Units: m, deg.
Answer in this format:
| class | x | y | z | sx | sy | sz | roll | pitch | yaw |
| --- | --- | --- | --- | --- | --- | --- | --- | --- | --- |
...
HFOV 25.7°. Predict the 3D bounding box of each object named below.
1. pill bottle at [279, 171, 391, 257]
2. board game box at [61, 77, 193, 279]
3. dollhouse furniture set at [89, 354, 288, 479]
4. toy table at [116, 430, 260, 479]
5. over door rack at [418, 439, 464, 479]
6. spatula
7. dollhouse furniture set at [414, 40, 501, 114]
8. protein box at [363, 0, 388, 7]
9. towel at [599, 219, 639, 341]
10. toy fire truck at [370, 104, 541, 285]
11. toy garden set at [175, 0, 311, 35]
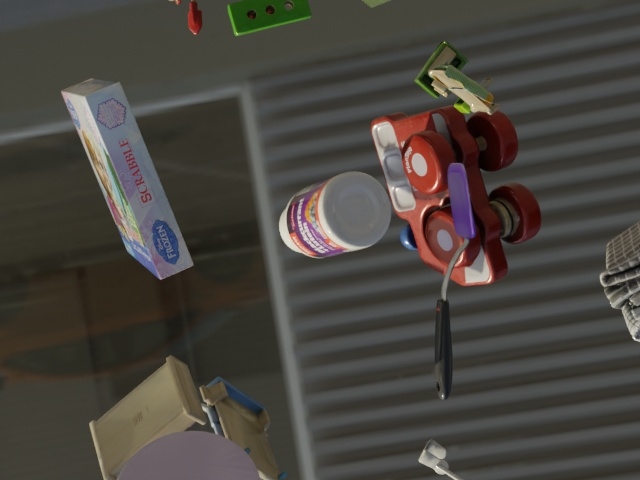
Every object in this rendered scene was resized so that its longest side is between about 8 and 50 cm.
| class | x | y | z | sx | sy | sz | roll | pitch | yaw |
| --- | --- | --- | --- | --- | --- | --- | --- | --- | --- |
| pill bottle | 0.013 | -0.031 | 1.987 | 0.108 | 0.108 | 0.193 | -8 | 176 | -24 |
| board game box | -0.328 | -0.111 | 2.346 | 0.066 | 0.318 | 0.319 | -24 | -167 | -13 |
| dollhouse furniture set | -0.204 | 0.396 | 2.431 | 0.198 | 0.286 | 0.303 | -40 | 132 | 14 |
| toy table | -0.198 | 0.382 | 1.824 | 0.274 | 0.252 | 0.161 | -19 | 145 | -56 |
| over door rack | 0.205 | 0.470 | 1.948 | 0.324 | 0.239 | 0.108 | 34 | -166 | 27 |
| spatula | 0.163 | 0.052 | 1.745 | 0.030 | 0.296 | 0.084 | 6 | -177 | -12 |
| dollhouse furniture set | 0.159 | -0.186 | 1.566 | 0.058 | 0.076 | 0.152 | -53 | -164 | -2 |
| protein box | 0.085 | -0.483 | 2.134 | 0.200 | 0.136 | 0.201 | 36 | 163 | -21 |
| towel | 0.566 | 0.005 | 2.181 | 0.284 | 0.121 | 0.235 | -34 | -169 | 19 |
| toy fire truck | 0.202 | -0.074 | 2.293 | 0.169 | 0.302 | 0.254 | -21 | -173 | -30 |
| toy garden set | -0.145 | -0.394 | 1.923 | 0.204 | 0.244 | 0.049 | -15 | 177 | -10 |
